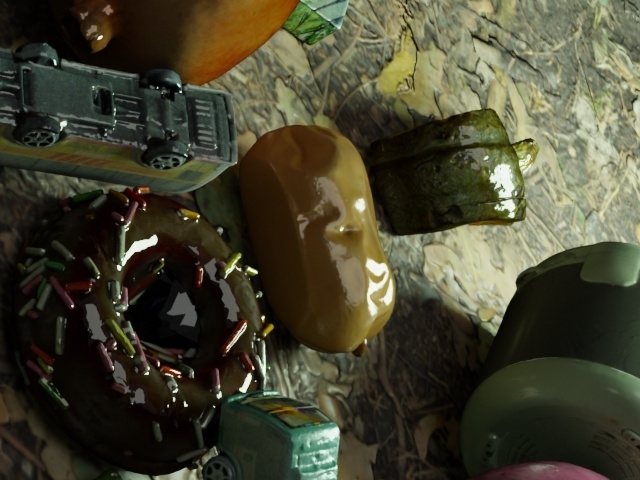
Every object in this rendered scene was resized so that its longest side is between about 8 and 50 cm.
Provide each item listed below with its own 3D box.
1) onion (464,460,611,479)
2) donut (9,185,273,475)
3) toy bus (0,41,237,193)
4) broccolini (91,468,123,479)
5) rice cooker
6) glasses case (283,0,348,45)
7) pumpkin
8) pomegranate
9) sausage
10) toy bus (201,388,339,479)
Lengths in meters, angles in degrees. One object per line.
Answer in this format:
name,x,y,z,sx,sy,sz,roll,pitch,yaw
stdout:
onion,0.230,0.399,1.825,0.358,0.345,0.358,-15,115,-35
donut,-0.152,0.074,1.696,0.270,0.103,0.269,23,56,-40
toy bus,-0.208,-0.102,1.677,0.268,0.106,0.092,8,63,-31
broccolini,-0.226,0.245,1.566,0.091,0.068,0.202,41,25,15
rice cooker,0.306,0.169,2.052,0.288,0.288,0.277,51,40,-18
glasses case,-0.080,-0.317,2.014,0.272,0.062,0.095,32,49,-35
pumpkin,0.179,-0.075,2.143,0.248,0.126,0.131,-14,84,-52
pomegranate,-0.145,-0.247,1.754,0.229,0.252,0.270,50,53,-13
sausage,0.000,0.000,1.897,0.136,0.120,0.241,-1,73,-38
toy bus,-0.048,0.264,1.664,0.091,0.109,0.261,-6,104,-51
